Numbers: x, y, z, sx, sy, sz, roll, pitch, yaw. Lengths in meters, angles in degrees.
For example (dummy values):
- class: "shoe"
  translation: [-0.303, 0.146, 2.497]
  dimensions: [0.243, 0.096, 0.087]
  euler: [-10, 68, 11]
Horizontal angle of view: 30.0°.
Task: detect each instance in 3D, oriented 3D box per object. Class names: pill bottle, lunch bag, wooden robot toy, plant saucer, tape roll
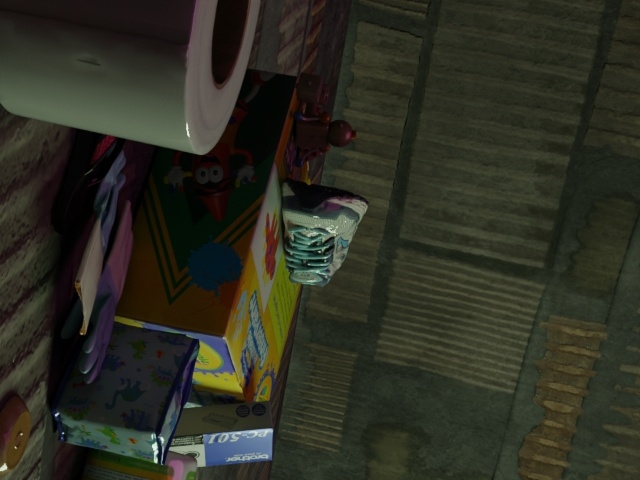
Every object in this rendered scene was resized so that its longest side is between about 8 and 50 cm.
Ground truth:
- class: "pill bottle"
  translation: [-0.245, 0.371, 1.465]
  dimensions: [0.136, 0.136, 0.245]
  euler: [74, 29, -77]
- class: "lunch bag"
  translation: [-0.216, 0.162, 1.346]
  dimensions: [0.096, 0.129, 0.151]
  euler: [96, 7, -53]
- class: "wooden robot toy"
  translation: [0.010, -0.155, 1.551]
  dimensions: [0.173, 0.079, 0.076]
  euler: [90, 12, -54]
- class: "plant saucer"
  translation: [-0.301, 0.193, 1.166]
  dimensions: [0.083, 0.015, 0.083]
  euler: [13, 90, -84]
- class: "tape roll"
  translation: [-0.153, -0.206, 0.999]
  dimensions: [0.246, 0.169, 0.246]
  euler: [12, 90, -85]

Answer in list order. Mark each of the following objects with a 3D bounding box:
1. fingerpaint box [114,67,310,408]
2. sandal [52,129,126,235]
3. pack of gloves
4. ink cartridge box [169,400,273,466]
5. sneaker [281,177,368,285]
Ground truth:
- class: "fingerpaint box"
  translation: [-0.134, 0.030, 1.659]
  dimensions: [0.445, 0.163, 0.371]
  euler: [83, 19, -65]
- class: "sandal"
  translation: [-0.222, -0.086, 1.202]
  dimensions: [0.067, 0.040, 0.179]
  euler: [81, 22, -74]
- class: "pack of gloves"
  translation: [-0.246, 0.022, 1.280]
  dimensions: [0.195, 0.046, 0.232]
  euler: [94, 1, -46]
- class: "ink cartridge box"
  translation: [-0.169, 0.266, 1.615]
  dimensions: [0.097, 0.207, 0.046]
  euler: [95, -11, -53]
- class: "sneaker"
  translation: [0.000, 0.000, 1.586]
  dimensions: [0.283, 0.110, 0.122]
  euler: [62, 43, -77]
